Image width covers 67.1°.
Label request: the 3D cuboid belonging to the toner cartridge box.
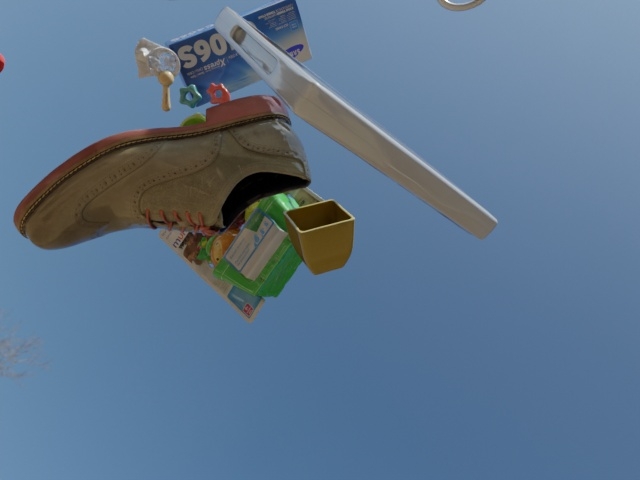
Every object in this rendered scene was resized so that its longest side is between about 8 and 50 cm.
[{"bbox_3d":[-0.208,-0.499,1.268,0.348,0.165,0.075,-27,-144,-11],"label":"toner cartridge box"}]

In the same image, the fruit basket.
[{"bbox_3d":[-0.195,-0.044,1.110,0.353,0.165,0.327,39,-82,18],"label":"fruit basket"}]

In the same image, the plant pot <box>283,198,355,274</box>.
[{"bbox_3d":[0.000,0.000,0.691,0.081,0.081,0.083,-130,-151,-57],"label":"plant pot"}]

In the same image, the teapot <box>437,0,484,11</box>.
[{"bbox_3d":[0.188,-0.556,0.810,0.187,0.252,0.256,-39,-122,19],"label":"teapot"}]

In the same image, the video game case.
[{"bbox_3d":[0.025,-0.090,0.371,0.023,0.201,0.183,-52,-139,16],"label":"video game case"}]

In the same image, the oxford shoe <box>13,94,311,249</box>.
[{"bbox_3d":[-0.175,-0.057,0.572,0.348,0.123,0.130,-25,-105,-9],"label":"oxford shoe"}]

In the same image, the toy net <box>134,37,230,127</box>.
[{"bbox_3d":[-0.249,-0.277,0.876,0.122,0.045,0.232,-35,-82,8],"label":"toy net"}]

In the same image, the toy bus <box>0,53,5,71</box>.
[{"bbox_3d":[-0.412,-0.197,0.428,0.211,0.149,0.220,40,-114,3],"label":"toy bus"}]
